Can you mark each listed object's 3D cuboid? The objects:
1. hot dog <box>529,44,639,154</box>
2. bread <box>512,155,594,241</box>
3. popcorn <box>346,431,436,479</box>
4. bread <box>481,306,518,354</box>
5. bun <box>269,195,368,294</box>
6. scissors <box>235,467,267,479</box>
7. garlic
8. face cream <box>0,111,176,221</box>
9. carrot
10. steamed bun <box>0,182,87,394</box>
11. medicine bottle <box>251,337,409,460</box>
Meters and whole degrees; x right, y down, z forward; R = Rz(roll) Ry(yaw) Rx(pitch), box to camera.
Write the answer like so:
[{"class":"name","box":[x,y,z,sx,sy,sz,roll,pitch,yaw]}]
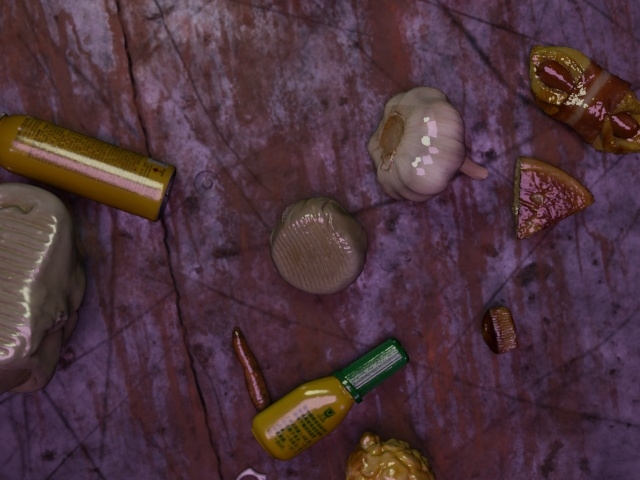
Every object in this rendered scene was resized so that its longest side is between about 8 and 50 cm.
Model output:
[{"class":"hot dog","box":[0.457,-0.233,1.786,0.261,0.093,0.123,31,98,-4]},{"class":"bread","box":[0.376,-0.086,1.832,0.154,0.054,0.136,-31,99,0]},{"class":"popcorn","box":[0.119,0.416,1.863,0.170,0.180,0.180,-12,100,21]},{"class":"bread","box":[0.311,0.159,1.860,0.053,0.085,0.085,-12,99,-3]},{"class":"bun","box":[0.000,0.000,1.821,0.166,0.113,0.173,10,123,4]},{"class":"scissors","box":[-0.178,0.488,1.957,0.189,0.015,0.100,-20,97,6]},{"class":"garlic","box":[0.206,-0.144,1.778,0.226,0.199,0.199,16,100,-29]},{"class":"face cream","box":[-0.427,-0.135,1.807,0.348,0.105,0.105,19,99,-3]},{"class":"carrot","box":[-0.125,0.232,1.902,0.035,0.035,0.165,-17,97,4]},{"class":"steamed bun","box":[-0.549,0.103,1.777,0.342,0.255,0.368,6,71,17]},{"class":"medicine bottle","box":[0.022,0.279,1.885,0.309,0.076,0.111,-34,120,5]}]
